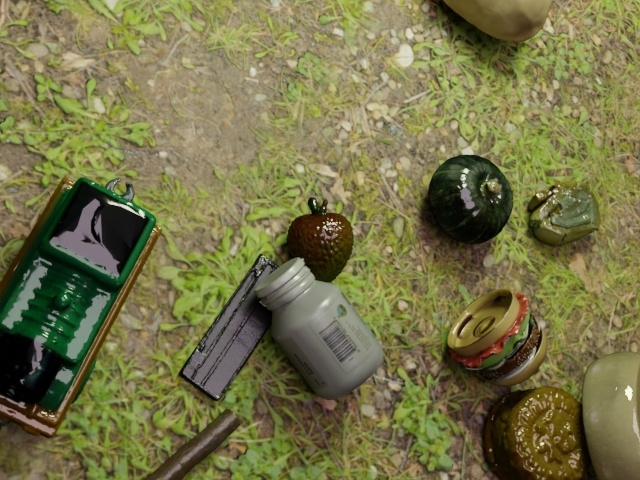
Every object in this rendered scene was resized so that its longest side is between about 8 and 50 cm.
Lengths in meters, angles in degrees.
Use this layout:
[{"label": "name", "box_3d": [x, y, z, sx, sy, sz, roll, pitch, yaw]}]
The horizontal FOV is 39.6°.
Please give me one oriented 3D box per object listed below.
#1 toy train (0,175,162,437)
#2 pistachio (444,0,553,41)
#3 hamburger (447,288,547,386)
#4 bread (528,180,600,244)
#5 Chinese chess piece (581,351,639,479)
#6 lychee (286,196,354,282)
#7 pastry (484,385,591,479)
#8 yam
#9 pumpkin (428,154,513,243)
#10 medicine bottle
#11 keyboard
[{"label": "toy train", "box_3d": [-0.360, 0.081, 1.242, 0.178, 0.249, 0.429, 30, 67, -14]}, {"label": "pistachio", "box_3d": [0.328, -0.531, 1.725, 0.230, 0.230, 0.309, -42, 100, -26]}, {"label": "hamburger", "box_3d": [0.322, 0.178, 1.564, 0.137, 0.175, 0.175, 44, 64, -15]}, {"label": "bread", "box_3d": [0.476, -0.054, 1.740, 0.156, 0.064, 0.117, -19, 84, -27]}, {"label": "Chinese chess piece", "box_3d": [0.560, 0.334, 1.598, 0.273, 0.102, 0.273, 25, 58, -49]}, {"label": "lychee", "box_3d": [0.000, 0.000, 1.497, 0.114, 0.114, 0.146, -3, 96, -24]}, {"label": "pastry", "box_3d": [0.387, 0.355, 1.577, 0.188, 0.103, 0.189, 6, 75, -22]}, {"label": "yam", "box_3d": [-0.253, 0.367, 1.333, 0.045, 0.045, 0.327, 39, 60, 25]}, {"label": "pumpkin", "box_3d": [0.275, -0.076, 1.625, 0.167, 0.125, 0.167, -2, 95, -21]}, {"label": "medicine bottle", "box_3d": [-0.007, 0.138, 1.437, 0.135, 0.135, 0.215, -40, 99, -26]}, {"label": "keyboard", "box_3d": [-0.130, 0.141, 1.457, 0.087, 0.017, 0.250, 37, 65, -10]}]
